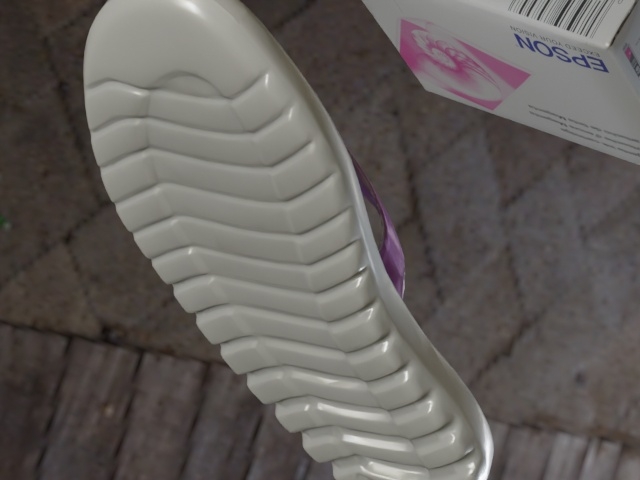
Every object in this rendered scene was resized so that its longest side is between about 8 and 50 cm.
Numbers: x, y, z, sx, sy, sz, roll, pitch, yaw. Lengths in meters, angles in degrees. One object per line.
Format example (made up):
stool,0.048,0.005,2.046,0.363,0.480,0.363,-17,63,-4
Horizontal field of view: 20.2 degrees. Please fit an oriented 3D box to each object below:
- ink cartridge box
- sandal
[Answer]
ink cartridge box,0.208,-0.160,1.713,0.071,0.324,0.330,-57,141,-12
sandal,-0.013,0.000,1.096,0.102,0.169,0.416,-59,135,-41
